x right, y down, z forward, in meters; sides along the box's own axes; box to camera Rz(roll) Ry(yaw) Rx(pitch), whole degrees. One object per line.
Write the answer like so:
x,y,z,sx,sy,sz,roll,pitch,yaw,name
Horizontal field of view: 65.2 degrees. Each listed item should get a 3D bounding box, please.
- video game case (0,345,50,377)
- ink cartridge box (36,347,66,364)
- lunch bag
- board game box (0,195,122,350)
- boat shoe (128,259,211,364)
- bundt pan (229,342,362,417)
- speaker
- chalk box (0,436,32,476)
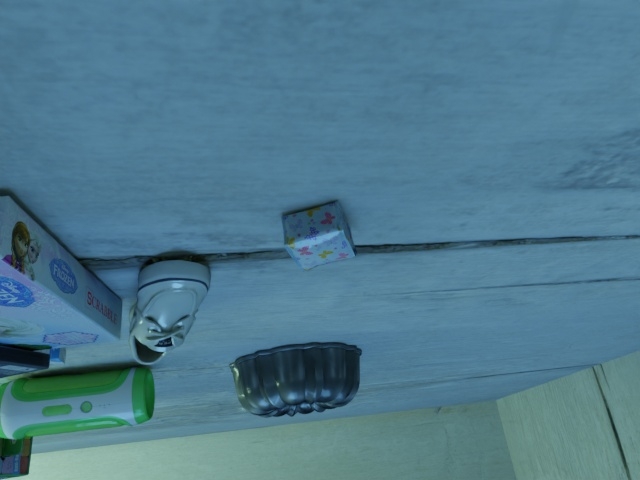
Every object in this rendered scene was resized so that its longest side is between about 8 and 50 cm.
-0.542,0.169,0.658,0.274,0.026,0.196,-13,156,15,video game case
-0.501,0.204,0.885,0.083,0.028,0.048,-1,154,-15,ink cartridge box
0.000,0.000,0.577,0.071,0.053,0.083,-15,144,11,lunch bag
-0.437,0.066,0.567,0.318,0.066,0.319,-6,156,-4,board game box
-0.221,0.110,0.699,0.096,0.088,0.267,9,150,-31,boat shoe
-0.052,0.350,1.216,0.330,0.124,0.331,-7,154,-3,bundt pan
-0.514,0.342,1.061,0.296,0.131,0.131,-4,155,-8,speaker
-0.816,0.478,1.195,0.289,0.180,0.179,-11,155,9,chalk box
